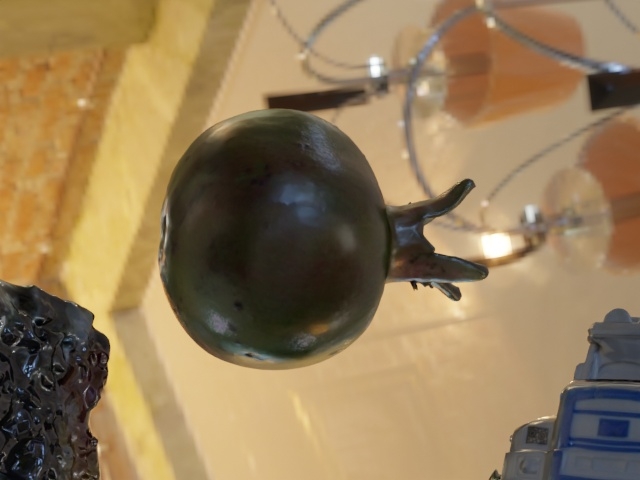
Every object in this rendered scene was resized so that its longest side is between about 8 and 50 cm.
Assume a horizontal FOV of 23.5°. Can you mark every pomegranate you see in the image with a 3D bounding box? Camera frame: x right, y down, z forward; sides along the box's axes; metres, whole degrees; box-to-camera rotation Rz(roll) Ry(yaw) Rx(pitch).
[{"bbox_3d":[0.000,0.000,1.049,0.181,0.224,0.182,177,-90,-76],"label":"pomegranate"}]

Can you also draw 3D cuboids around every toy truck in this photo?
[{"bbox_3d":[0.190,0.130,0.860,0.161,0.213,0.177,1,-113,26],"label":"toy truck"}]

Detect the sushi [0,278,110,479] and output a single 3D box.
[{"bbox_3d":[-0.205,0.114,0.687,0.215,0.212,0.227,-34,-128,33],"label":"sushi"}]
